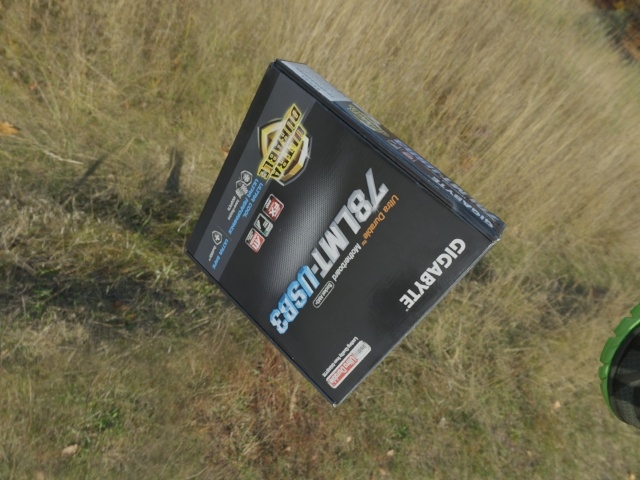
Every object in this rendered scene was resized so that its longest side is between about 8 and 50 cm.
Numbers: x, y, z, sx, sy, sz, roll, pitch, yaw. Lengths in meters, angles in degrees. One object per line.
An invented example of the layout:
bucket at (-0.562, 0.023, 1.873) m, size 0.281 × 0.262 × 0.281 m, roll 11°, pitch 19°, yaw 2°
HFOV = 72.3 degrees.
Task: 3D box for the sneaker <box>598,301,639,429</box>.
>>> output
sneaker at (0.619, 0.159, 0.676) m, size 0.185 × 0.483 × 0.202 m, roll -2°, pitch 37°, yaw -17°

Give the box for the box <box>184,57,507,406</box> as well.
box at (0.000, 0.000, 0.519) m, size 0.293 × 0.296 × 0.073 m, roll 44°, pitch 32°, yaw 14°
